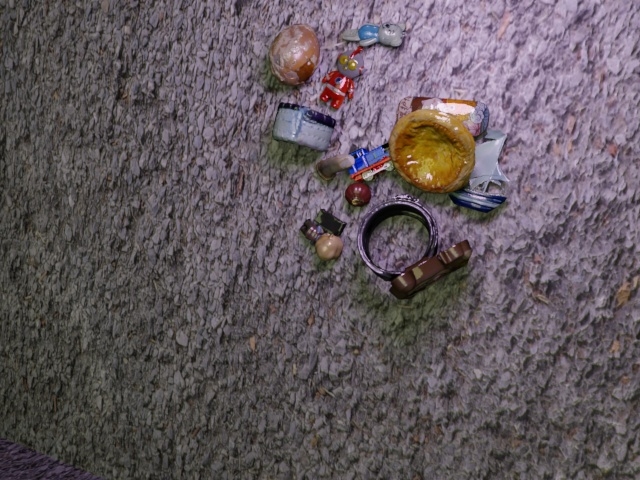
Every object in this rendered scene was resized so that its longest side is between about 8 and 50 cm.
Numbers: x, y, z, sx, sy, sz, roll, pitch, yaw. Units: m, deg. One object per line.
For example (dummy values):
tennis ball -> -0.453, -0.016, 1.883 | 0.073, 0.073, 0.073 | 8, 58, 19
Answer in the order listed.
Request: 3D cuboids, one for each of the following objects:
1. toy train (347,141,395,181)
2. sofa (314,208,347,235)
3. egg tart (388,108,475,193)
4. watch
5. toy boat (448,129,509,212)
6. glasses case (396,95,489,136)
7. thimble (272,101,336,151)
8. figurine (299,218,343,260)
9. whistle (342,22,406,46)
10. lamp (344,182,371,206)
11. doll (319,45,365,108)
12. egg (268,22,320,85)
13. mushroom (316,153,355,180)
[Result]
toy train -> 0.200, -0.297, 1.872 | 0.204, 0.083, 0.131 | -23, 86, 20
sofa -> 0.040, -0.073, 1.978 | 0.118, 0.039, 0.060 | 32, 107, 14
egg tart -> 0.391, -0.310, 1.727 | 0.319, 0.128, 0.318 | 16, 128, 21
watch -> 0.314, 0.011, 1.789 | 0.335, 0.314, 0.326 | -31, 73, 6
toy boat -> 0.577, -0.226, 1.745 | 0.210, 0.070, 0.291 | 45, 107, 16
glasses case -> 0.426, -0.437, 1.772 | 0.321, 0.082, 0.122 | 10, 105, 19
thimble -> -0.063, -0.420, 1.873 | 0.237, 0.237, 0.150 | 18, 101, 18
figurine -> 0.000, 0.000, 1.980 | 0.196, 0.108, 0.114 | 42, 98, 30
whistle -> 0.192, -0.751, 1.827 | 0.236, 0.077, 0.114 | 9, 67, 21
lamp -> 0.142, -0.173, 1.903 | 0.101, 0.090, 0.101 | 9, 139, 8
doll -> 0.091, -0.618, 1.882 | 0.142, 0.076, 0.245 | 37, 111, 12
egg -> -0.096, -0.694, 1.881 | 0.195, 0.195, 0.233 | 33, 93, 14
mushroom -> 0.055, -0.278, 1.882 | 0.209, 0.071, 0.084 | -9, 98, 63
